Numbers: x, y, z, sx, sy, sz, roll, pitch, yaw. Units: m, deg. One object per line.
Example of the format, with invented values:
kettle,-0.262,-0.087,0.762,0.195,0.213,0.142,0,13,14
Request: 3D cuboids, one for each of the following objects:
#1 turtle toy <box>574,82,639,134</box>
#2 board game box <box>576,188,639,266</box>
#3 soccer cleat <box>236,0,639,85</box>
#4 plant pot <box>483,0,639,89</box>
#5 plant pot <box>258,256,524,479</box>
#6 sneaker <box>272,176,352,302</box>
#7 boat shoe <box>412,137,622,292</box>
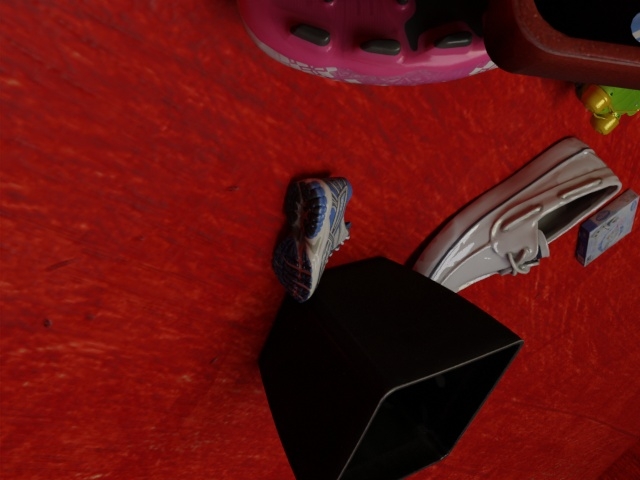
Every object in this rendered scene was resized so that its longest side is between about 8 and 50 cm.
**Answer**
turtle toy,0.288,-0.158,0.872,0.095,0.066,0.130,-45,150,5
board game box,0.391,-0.017,1.210,0.090,0.020,0.090,-34,148,-11
soccer cleat,0.109,-0.152,0.596,0.331,0.116,0.143,-9,169,-8
plant pot,0.206,-0.177,0.404,0.236,0.267,0.267,-152,-110,-88
plant pot,0.047,0.124,0.865,0.187,0.167,0.188,-12,138,-39
sneaker,0.000,0.000,0.770,0.058,0.052,0.135,-23,145,-35
boat shoe,0.211,-0.009,0.957,0.258,0.084,0.095,-40,149,-3
